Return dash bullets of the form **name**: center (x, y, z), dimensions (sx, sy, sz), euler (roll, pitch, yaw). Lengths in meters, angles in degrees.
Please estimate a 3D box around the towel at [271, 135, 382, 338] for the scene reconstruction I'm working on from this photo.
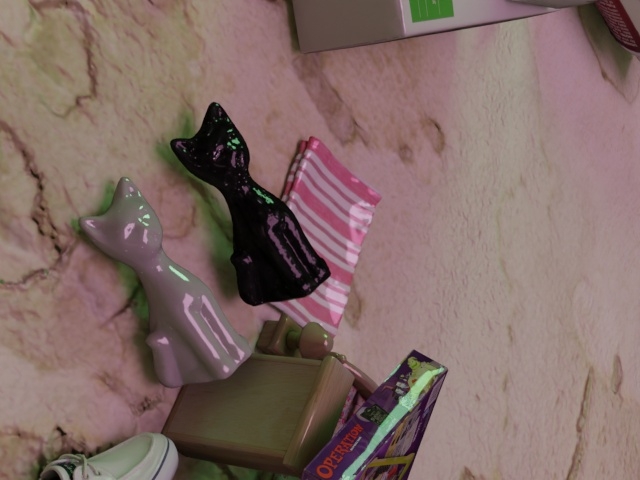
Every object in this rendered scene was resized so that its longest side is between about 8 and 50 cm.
- **towel**: center (0.000, 0.000, 1.395), dimensions (0.144, 0.029, 0.197), euler (37, 63, -45)

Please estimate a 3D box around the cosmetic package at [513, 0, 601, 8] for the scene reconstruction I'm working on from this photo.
- **cosmetic package**: center (0.273, -0.394, 1.444), dimensions (0.117, 0.085, 0.231), euler (-5, 92, -51)

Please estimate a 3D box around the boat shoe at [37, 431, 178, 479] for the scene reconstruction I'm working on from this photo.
- **boat shoe**: center (-0.214, 0.227, 1.085), dimensions (0.226, 0.083, 0.076), euler (-42, 123, -42)

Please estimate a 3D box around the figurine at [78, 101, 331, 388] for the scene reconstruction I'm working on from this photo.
- **figurine**: center (-0.116, 0.004, 1.205), dimensions (0.215, 0.092, 0.209), euler (-44, 116, -34)

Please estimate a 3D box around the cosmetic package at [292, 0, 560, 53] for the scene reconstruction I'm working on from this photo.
- **cosmetic package**: center (0.125, -0.337, 1.444), dimensions (0.365, 0.155, 0.197), euler (-21, 104, -49)

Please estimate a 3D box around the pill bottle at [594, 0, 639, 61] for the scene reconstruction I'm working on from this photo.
- **pill bottle**: center (0.516, -0.419, 1.882), dimensions (0.392, 0.224, 0.224), euler (45, 57, -43)

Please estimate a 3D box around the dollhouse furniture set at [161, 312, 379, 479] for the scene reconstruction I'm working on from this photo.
- **dollhouse furniture set**: center (0.009, 0.266, 1.297), dimensions (0.355, 0.173, 0.303), euler (48, 56, -41)

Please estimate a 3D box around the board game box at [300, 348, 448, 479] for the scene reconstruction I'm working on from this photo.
- **board game box**: center (0.023, 0.292, 1.245), dimensions (0.208, 0.056, 0.347), euler (-46, 157, -48)
